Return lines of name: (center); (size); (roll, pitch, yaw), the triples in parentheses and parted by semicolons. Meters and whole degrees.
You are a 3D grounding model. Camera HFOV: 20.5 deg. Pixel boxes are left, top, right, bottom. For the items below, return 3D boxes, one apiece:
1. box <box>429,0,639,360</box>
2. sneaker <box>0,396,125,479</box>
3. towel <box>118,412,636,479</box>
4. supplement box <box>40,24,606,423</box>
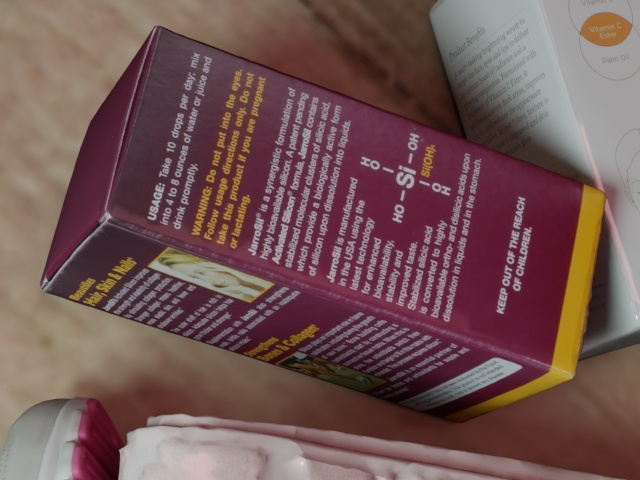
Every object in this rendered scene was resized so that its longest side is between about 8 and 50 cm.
box: (0.142, -0.047, 0.761); (0.130, 0.091, 0.170); (-11, 79, -23)
sneaker: (-0.127, 0.156, 0.587); (0.111, 0.103, 0.252); (-2, 45, 19)
towel: (0.064, 0.241, 0.627); (0.317, 0.053, 0.331); (11, 72, -32)
supplement box: (0.000, 0.000, 0.685); (0.188, 0.104, 0.080); (19, 68, -15)
